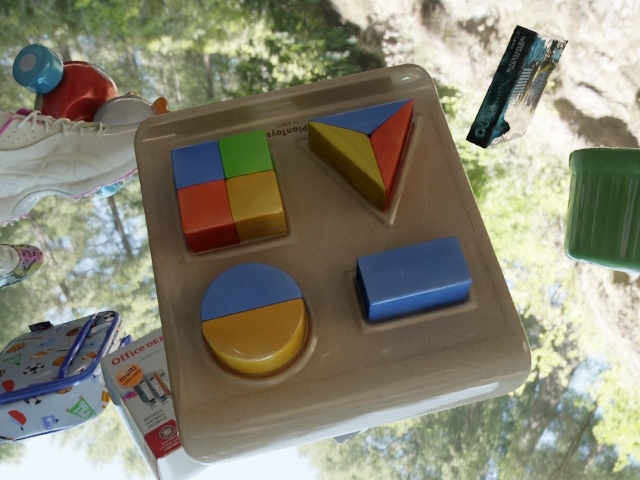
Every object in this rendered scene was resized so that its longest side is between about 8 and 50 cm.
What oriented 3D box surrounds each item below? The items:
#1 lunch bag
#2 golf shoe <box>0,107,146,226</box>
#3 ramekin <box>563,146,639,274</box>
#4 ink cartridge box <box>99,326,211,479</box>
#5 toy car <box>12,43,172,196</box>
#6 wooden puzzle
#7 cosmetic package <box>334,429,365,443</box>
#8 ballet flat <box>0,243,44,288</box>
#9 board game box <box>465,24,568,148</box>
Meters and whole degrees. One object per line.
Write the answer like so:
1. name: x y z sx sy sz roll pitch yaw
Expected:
1. lunch bag: -0.464 0.229 1.364 0.243 0.115 0.303 -16 -161 2
2. golf shoe: -0.351 -0.118 0.996 0.306 0.140 0.115 -20 -155 -7
3. ramekin: 0.471 -0.022 1.004 0.303 0.303 0.148 11 -87 12
4. ink cartridge box: -0.209 0.229 1.064 0.128 0.127 0.176 -27 -121 -24
5. toy car: -0.321 -0.187 1.187 0.238 0.219 0.210 -3 -106 20
6. wooden puzzle: 0.000 0.000 0.713 0.322 0.080 0.348 -12 -111 -5
7. cosmetic package: -0.016 0.139 1.386 0.097 0.377 0.284 -34 -176 19
8. ballet flat: -0.563 0.043 1.231 0.221 0.079 0.077 -14 -118 -21
9. board game box: 0.221 -0.170 0.840 0.026 0.126 0.186 28 -158 19
